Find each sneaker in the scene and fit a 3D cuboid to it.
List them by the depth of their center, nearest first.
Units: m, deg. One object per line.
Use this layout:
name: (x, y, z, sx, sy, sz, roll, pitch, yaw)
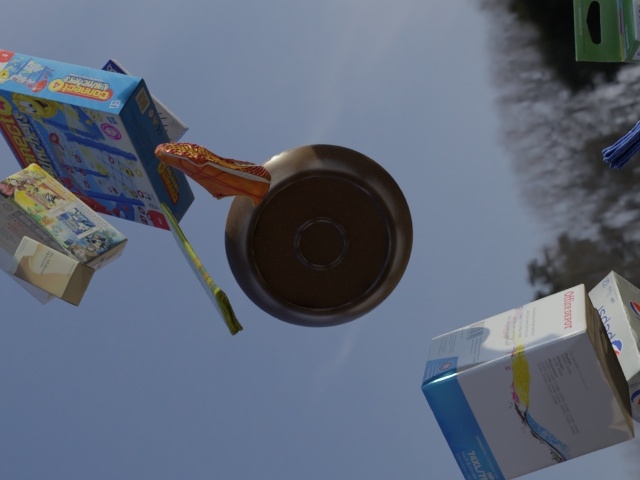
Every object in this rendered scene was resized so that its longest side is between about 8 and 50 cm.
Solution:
sneaker: (-0.160, -0.094, 1.854, 0.064, 0.175, 0.067, -90, 22, -66)

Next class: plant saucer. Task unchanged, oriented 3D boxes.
plant saucer: (0.000, 0.000, 2.071, 0.050, 0.310, 0.311, -110, 2, -75)

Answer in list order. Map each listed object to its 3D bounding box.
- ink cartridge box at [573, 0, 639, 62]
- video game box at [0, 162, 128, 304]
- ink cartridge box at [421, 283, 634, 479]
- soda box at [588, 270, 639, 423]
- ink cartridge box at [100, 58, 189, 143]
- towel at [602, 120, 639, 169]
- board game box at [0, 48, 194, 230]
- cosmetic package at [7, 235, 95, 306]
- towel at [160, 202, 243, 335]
ink cartridge box: (0.402, -0.265, 1.474, 0.062, 0.209, 0.109, 87, -176, -71)
video game box: (-0.430, -0.014, 1.952, 0.205, 0.048, 0.187, 39, -140, 12)
ink cartridge box: (0.326, 0.227, 1.996, 0.197, 0.270, 0.198, 64, -163, -13)
soda box: (0.538, 0.184, 2.250, 0.091, 0.098, 0.286, 32, -153, -19)
ink cartridge box: (-0.374, -0.260, 2.568, 0.207, 0.097, 0.046, 43, -172, 0)
towel: (0.578, -0.259, 1.983, 0.040, 0.243, 0.336, 43, -128, 5)
board game box: (-0.403, -0.170, 2.205, 0.086, 0.301, 0.308, -61, -28, -30)
cosmetic package: (-0.376, 0.042, 1.780, 0.041, 0.115, 0.060, 32, -100, -58)
towel: (-0.186, 0.040, 1.980, 0.237, 0.021, 0.102, 53, 166, 43)
